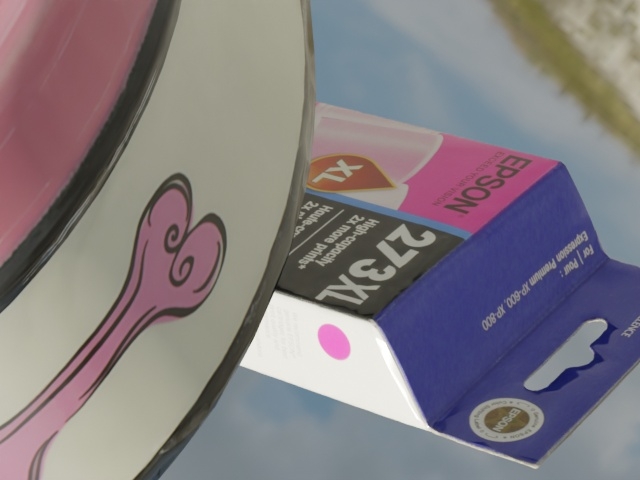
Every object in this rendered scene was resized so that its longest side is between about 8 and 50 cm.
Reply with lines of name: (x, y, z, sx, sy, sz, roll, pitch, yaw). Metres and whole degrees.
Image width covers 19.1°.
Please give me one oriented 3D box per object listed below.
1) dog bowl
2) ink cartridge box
dog bowl: (-0.211, -0.071, 0.561, 0.408, 0.408, 0.150, 48, 167, 25)
ink cartridge box: (0.000, 0.000, 1.013, 0.371, 0.069, 0.176, 18, -141, 33)
